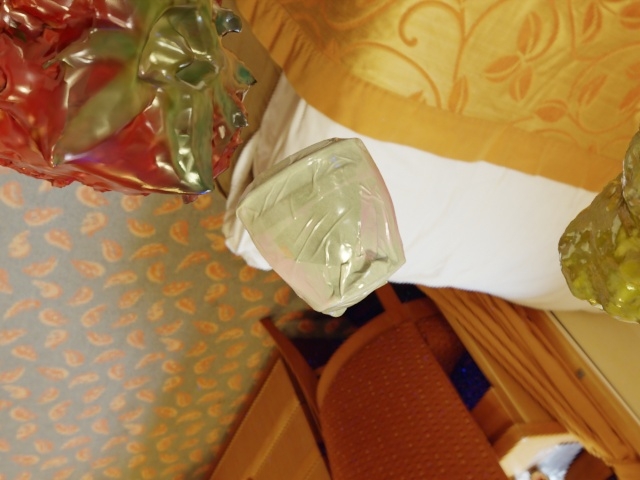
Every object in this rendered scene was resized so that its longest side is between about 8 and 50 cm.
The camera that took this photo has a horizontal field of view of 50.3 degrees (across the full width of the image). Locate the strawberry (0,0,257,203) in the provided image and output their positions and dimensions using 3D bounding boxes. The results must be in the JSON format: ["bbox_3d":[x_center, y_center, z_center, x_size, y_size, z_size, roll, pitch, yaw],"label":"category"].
[{"bbox_3d":[-0.138,-0.114,0.373,0.201,0.184,0.187,5,163,20],"label":"strawberry"}]

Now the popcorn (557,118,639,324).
[{"bbox_3d":[0.489,-0.005,0.808,0.334,0.293,0.292,23,93,1],"label":"popcorn"}]

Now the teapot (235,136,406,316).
[{"bbox_3d":[-0.008,0.003,0.781,0.221,0.178,0.163,-33,174,41],"label":"teapot"}]
